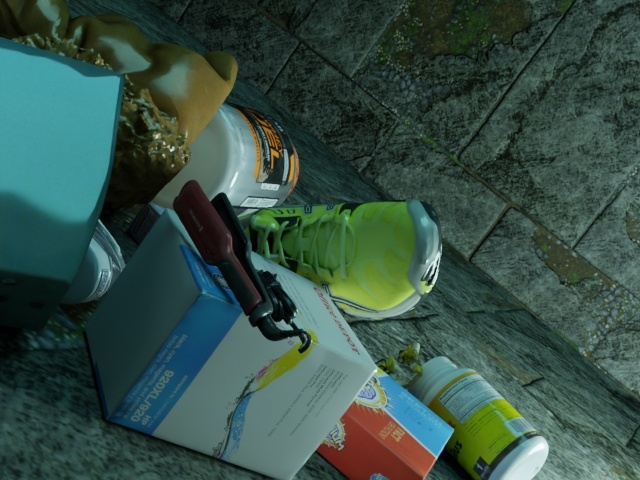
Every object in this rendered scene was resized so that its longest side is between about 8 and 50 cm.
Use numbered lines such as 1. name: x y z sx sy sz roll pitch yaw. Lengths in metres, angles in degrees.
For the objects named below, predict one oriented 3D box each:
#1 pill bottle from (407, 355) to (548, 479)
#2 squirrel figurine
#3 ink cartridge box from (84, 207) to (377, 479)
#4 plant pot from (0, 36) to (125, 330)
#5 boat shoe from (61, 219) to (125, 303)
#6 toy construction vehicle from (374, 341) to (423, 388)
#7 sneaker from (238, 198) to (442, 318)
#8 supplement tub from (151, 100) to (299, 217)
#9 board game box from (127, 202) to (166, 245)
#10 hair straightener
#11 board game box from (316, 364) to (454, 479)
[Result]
1. pill bottle: 0.230 0.274 1.424 0.117 0.117 0.215 21 20 -51
2. squirrel figurine: -0.343 -0.224 1.281 0.370 0.281 0.397 42 18 -19
3. ink cartridge box: -0.097 0.114 0.999 0.232 0.168 0.171 28 15 -32
4. plant pot: -0.298 -0.045 0.909 0.165 0.165 0.234 14 53 -26
5. boat shoe: -0.342 -0.049 1.087 0.301 0.108 0.102 41 13 8
6. toy construction vehicle: 0.118 0.205 1.463 0.035 0.098 0.086 50 21 -13
7. sneaker: -0.009 0.023 1.163 0.147 0.145 0.384 7 -10 -37
8. supplement tub: -0.170 -0.137 1.650 0.207 0.207 0.338 39 13 14
9. board game box: -0.176 0.024 1.380 0.194 0.060 0.194 41 13 16
10. hair straightener: -0.061 0.027 0.910 0.089 0.047 0.230 21 21 -47
11. board game box: 0.017 0.198 1.244 0.316 0.064 0.242 39 12 11
